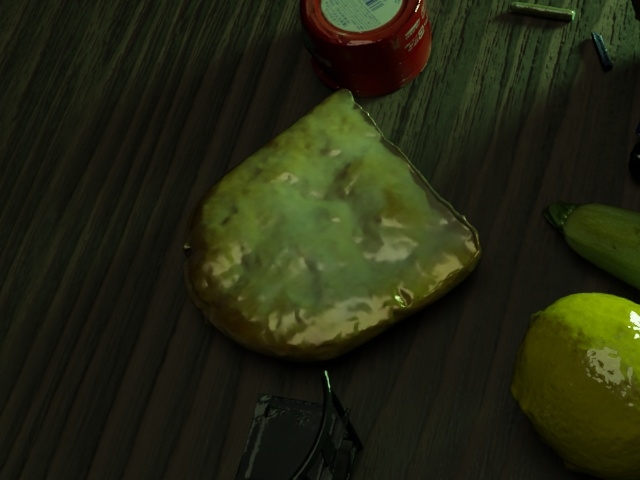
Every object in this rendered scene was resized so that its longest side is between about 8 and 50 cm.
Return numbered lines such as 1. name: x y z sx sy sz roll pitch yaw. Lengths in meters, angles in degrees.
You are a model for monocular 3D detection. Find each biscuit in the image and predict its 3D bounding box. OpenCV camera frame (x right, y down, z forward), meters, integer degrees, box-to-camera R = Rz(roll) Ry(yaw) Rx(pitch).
1. biscuit: 0.000 0.001 1.763 0.446 0.104 0.429 -37 59 -13

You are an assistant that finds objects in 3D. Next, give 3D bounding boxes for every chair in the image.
1. chair: -0.033 0.289 1.508 0.141 0.260 0.155 7 62 16

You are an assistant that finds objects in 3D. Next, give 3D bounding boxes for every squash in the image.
1. squash: 0.446 0.011 1.654 0.287 0.137 0.137 19 66 28

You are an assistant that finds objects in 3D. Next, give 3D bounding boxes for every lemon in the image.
1. lemon: 0.388 0.196 1.490 0.233 0.233 0.288 -40 68 -11

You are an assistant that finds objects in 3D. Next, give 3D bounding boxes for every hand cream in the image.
1. hand cream: 0.081 -0.379 1.940 0.230 0.149 0.230 -4 59 7

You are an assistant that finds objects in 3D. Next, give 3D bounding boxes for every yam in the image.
1. yam: 0.391 -0.405 1.958 0.116 0.021 0.021 13 64 18

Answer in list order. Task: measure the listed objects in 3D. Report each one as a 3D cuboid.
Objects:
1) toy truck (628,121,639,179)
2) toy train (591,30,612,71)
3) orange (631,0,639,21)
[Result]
1. toy truck: 0.593 -0.152 1.707 0.177 0.161 0.213 -23 55 -29
2. toy train: 0.480 -0.326 1.894 0.017 0.017 0.083 -11 59 3
3. orange: 0.648 -0.338 1.689 0.210 0.271 0.369 -50 53 20
